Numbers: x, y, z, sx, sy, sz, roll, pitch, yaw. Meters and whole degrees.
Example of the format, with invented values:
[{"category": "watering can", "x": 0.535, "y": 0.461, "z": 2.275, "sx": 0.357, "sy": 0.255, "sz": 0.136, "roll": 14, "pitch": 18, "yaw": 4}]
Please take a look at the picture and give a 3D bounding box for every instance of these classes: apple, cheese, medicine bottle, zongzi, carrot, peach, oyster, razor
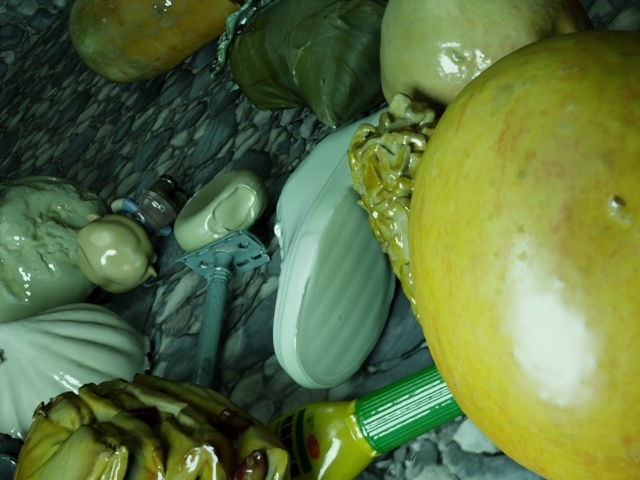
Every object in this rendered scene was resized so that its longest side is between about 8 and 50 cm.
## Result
[{"category": "apple", "x": 0.196, "y": 0.020, "z": 0.575, "sx": 0.299, "sy": 0.299, "sz": 0.274, "roll": -8, "pitch": 75, "yaw": 45}, {"category": "cheese", "x": -0.148, "y": -0.039, "z": 1.227, "sx": 0.137, "sy": 0.064, "sz": 0.227, "roll": -45, "pitch": 17, "yaw": -16}, {"category": "medicine bottle", "x": 0.022, "y": 0.173, "z": 0.792, "sx": 0.261, "sy": 0.064, "sz": 0.095, "roll": -29, "pitch": 40, "yaw": 22}, {"category": "zongzi", "x": -0.027, "y": -0.215, "z": 1.160, "sx": 0.356, "sy": 0.174, "sz": 0.393, "roll": -15, "pitch": 32, "yaw": 42}, {"category": "carrot", "x": -0.312, "y": -0.447, "z": 1.742, "sx": 0.341, "sy": 0.224, "sz": 0.224, "roll": -25, "pitch": 37, "yaw": 24}, {"category": "peach", "x": 0.171, "y": -0.173, "z": 0.899, "sx": 0.233, "sy": 0.232, "sz": 0.232, "roll": -30, "pitch": 35, "yaw": 23}, {"category": "oyster", "x": -0.090, "y": -0.366, "z": 1.521, "sx": 0.267, "sy": 0.112, "sz": 0.198, "roll": -55, "pitch": 11, "yaw": -2}, {"category": "razor", "x": -0.128, "y": 0.102, "z": 1.063, "sx": 0.106, "sy": 0.068, "sz": 0.231, "roll": -24, "pitch": 44, "yaw": 32}]

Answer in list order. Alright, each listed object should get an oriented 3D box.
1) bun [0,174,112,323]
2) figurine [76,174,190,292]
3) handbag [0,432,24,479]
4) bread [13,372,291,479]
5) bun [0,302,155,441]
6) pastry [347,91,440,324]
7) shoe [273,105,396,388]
[{"category": "bun", "x": -0.494, "y": 0.031, "z": 1.380, "sx": 0.360, "sy": 0.211, "sz": 0.359, "roll": -27, "pitch": 28, "yaw": 16}, {"category": "figurine", "x": -0.270, "y": -0.015, "z": 1.307, "sx": 0.108, "sy": 0.114, "sz": 0.196, "roll": -12, "pitch": 37, "yaw": 43}, {"category": "handbag", "x": -0.392, "y": 0.336, "z": 0.948, "sx": 0.182, "sy": 0.181, "sz": 0.254, "roll": -4, "pitch": 36, "yaw": 6}, {"category": "bread", "x": -0.184, "y": 0.251, "z": 0.777, "sx": 0.325, "sy": 0.167, "sz": 0.277, "roll": 8, "pitch": 81, "yaw": 52}, {"category": "bun", "x": -0.362, "y": 0.173, "z": 1.129, "sx": 0.263, "sy": 0.175, "sz": 0.263, "roll": -31, "pitch": 34, "yaw": 24}, {"category": "pastry", "x": 0.106, "y": -0.011, "z": 0.793, "sx": 0.103, "sy": 0.154, "sz": 0.250, "roll": -15, "pitch": 53, "yaw": -15}, {"category": "shoe", "x": 0.000, "y": 0.000, "z": 0.959, "sx": 0.160, "sy": 0.131, "sz": 0.363, "roll": -14, "pitch": 39, "yaw": 39}]
